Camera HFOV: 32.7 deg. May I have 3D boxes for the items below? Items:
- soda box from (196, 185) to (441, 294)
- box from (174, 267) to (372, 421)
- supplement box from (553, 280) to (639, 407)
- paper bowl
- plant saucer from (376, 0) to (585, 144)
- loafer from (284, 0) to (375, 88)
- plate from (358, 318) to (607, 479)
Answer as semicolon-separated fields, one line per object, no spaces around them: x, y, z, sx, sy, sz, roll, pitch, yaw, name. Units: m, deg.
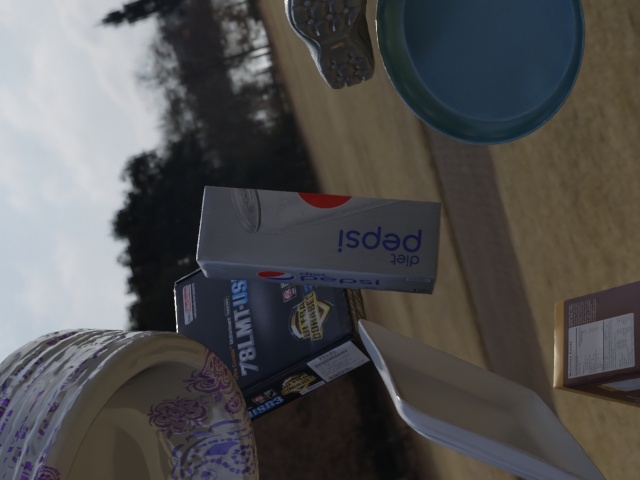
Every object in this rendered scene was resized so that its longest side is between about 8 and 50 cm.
0.000;0.000;1.316;0.091;0.286;0.098;79;-164;-75;soda box
-0.079;0.117;1.638;0.073;0.293;0.295;50;-160;-39;box
0.465;0.150;1.537;0.194;0.191;0.129;-23;57;55;supplement box
-0.171;0.205;0.783;0.284;0.148;0.284;1;-90;-66;paper bowl
0.218;-0.289;1.485;0.044;0.317;0.317;-28;-76;-49;plant saucer
0.008;-0.319;1.461;0.319;0.112;0.111;71;-176;-68;loafer
0.181;0.205;1.322;0.045;0.277;0.278;-64;15;11;plate
